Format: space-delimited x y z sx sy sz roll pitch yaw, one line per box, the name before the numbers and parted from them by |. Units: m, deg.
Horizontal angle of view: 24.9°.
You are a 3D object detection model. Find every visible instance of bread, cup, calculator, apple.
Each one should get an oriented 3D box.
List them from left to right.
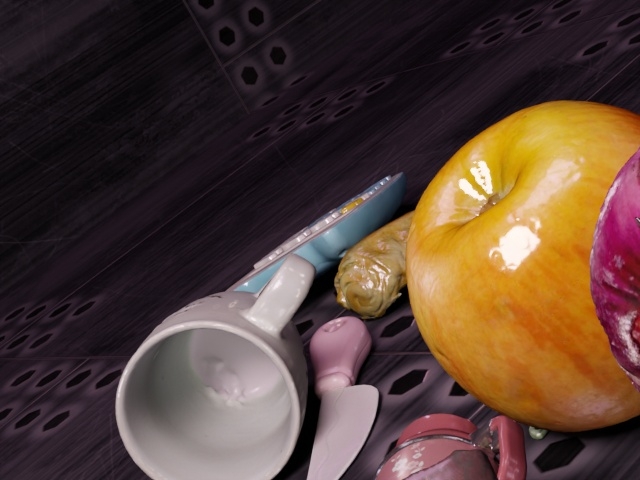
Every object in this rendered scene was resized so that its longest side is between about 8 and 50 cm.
cup | -0.080 0.115 1.533 0.258 0.186 0.234 -55 3 16
calculator | 0.000 0.000 1.972 0.256 0.054 0.386 -32 6 21
bread | 0.113 0.006 1.778 0.232 0.088 0.128 -35 12 -24
apple | 0.206 0.017 1.214 0.286 0.233 0.286 -33 32 25

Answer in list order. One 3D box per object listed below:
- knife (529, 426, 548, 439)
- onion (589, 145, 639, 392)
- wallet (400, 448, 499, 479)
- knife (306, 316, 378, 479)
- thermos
knife | 0.242 0.115 1.321 0.030 0.014 0.207 -11 26 46
onion | 0.331 0.036 1.037 0.349 0.267 0.159 -24 -18 -42
wallet | 0.069 0.259 0.857 0.182 0.229 0.049 -29 -26 0
knife | 0.025 0.172 1.524 0.081 0.043 0.336 -20 23 10
thermos | 0.091 0.210 1.066 0.109 0.136 0.330 6 20 2
